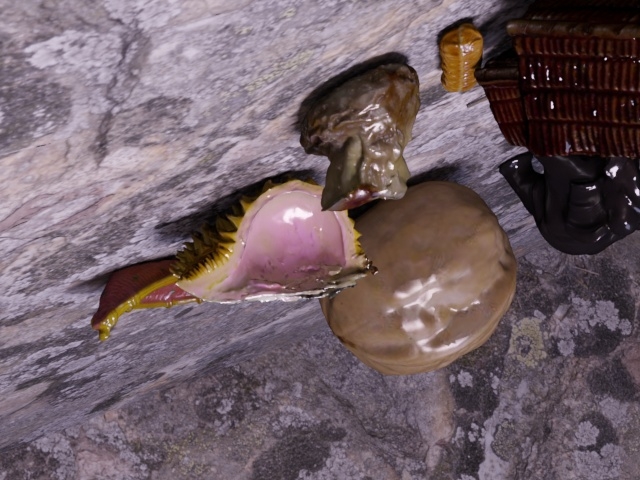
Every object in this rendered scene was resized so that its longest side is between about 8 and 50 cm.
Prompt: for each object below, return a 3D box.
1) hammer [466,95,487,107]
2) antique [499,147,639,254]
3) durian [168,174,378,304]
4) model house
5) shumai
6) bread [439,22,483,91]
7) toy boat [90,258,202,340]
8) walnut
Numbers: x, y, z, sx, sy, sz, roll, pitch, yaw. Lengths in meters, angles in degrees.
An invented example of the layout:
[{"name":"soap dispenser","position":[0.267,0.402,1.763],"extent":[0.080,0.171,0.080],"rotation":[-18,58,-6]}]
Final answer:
[{"name":"hammer","position":[0.265,-0.223,1.623],"extent":[0.110,0.019,0.035],"rotation":[-24,170,24]},{"name":"antique","position":[0.496,-0.101,2.046],"extent":[0.185,0.255,0.322],"rotation":[-17,164,-20]},{"name":"durian","position":[-0.099,0.010,1.621],"extent":[0.305,0.185,0.196],"rotation":[-15,-175,-22]},{"name":"model house","position":[0.323,-0.240,1.295],"extent":[0.317,0.297,0.282],"rotation":[13,-174,43]},{"name":"shumai","position":[0.059,-0.118,1.356],"extent":[0.161,0.153,0.209],"rotation":[-9,166,-29]},{"name":"bread","position":[0.173,-0.223,1.355],"extent":[0.052,0.044,0.157],"rotation":[-19,168,2]},{"name":"toy boat","position":[-0.252,0.083,1.748],"extent":[0.141,0.099,0.318],"rotation":[-28,171,35]},{"name":"walnut","position":[0.176,0.072,1.993],"extent":[0.381,0.381,0.381],"rotation":[-23,168,-5]}]
